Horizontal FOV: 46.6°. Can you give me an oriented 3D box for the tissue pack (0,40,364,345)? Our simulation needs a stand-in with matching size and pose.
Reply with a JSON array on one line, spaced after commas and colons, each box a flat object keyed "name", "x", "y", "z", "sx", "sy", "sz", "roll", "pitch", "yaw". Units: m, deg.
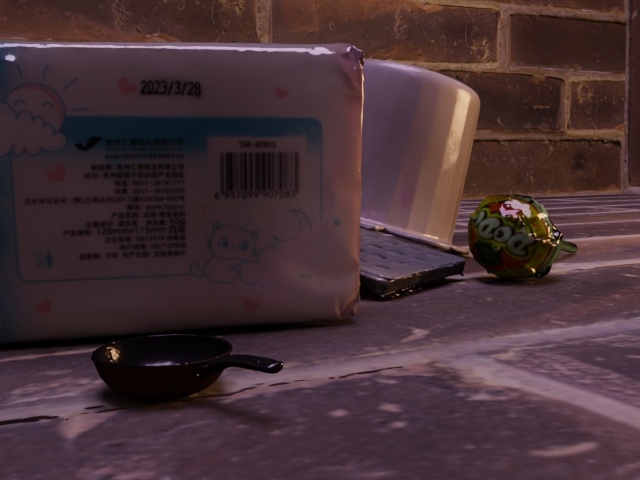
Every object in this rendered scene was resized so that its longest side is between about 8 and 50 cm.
[{"name": "tissue pack", "x": -0.110, "y": -0.038, "z": 0.525, "sx": 0.271, "sy": 0.202, "sz": 0.124, "roll": -2, "pitch": 13, "yaw": -13}]

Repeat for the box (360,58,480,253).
[{"name": "box", "x": 0.095, "y": -0.108, "z": 0.933, "sx": 0.262, "sy": 0.206, "sz": 0.291, "roll": 13, "pitch": 2, "yaw": -15}]

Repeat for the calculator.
[{"name": "calculator", "x": 0.000, "y": 0.000, "z": 0.747, "sx": 0.261, "sy": 0.021, "sz": 0.161, "roll": 19, "pitch": 16, "yaw": 33}]

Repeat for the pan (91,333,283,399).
[{"name": "pan", "x": -0.061, "y": 0.063, "z": 0.354, "sx": 0.115, "sy": 0.023, "sz": 0.068, "roll": 0, "pitch": 4, "yaw": 43}]

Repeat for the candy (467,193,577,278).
[{"name": "candy", "x": 0.246, "y": 0.005, "z": 0.814, "sx": 0.091, "sy": 0.083, "sz": 0.305, "roll": 45, "pitch": 19, "yaw": 28}]
